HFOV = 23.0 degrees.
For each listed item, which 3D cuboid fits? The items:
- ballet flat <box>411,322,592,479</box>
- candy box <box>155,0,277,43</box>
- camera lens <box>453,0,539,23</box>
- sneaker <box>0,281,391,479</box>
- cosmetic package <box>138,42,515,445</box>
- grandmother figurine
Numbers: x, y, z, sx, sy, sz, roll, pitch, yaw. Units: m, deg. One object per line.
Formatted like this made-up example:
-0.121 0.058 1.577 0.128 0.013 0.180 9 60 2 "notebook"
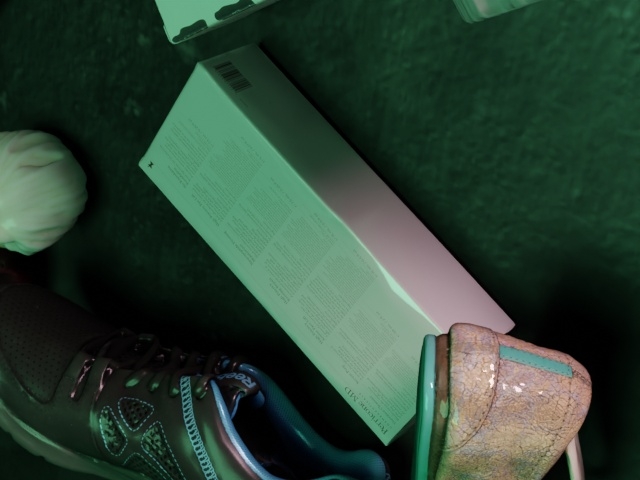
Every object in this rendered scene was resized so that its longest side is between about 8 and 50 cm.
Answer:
0.095 0.166 0.913 0.106 0.107 0.316 4 143 -2 "ballet flat"
-0.034 -0.220 0.870 0.196 0.070 0.164 -17 99 44 "candy box"
0.100 -0.250 0.628 0.219 0.219 0.274 -16 100 45 "camera lens"
-0.096 0.113 1.067 0.341 0.125 0.139 33 126 15 "sneaker"
0.000 0.000 0.955 0.239 0.060 0.099 48 131 12 "cosmetic package"
-0.296 0.008 1.207 0.208 0.104 0.342 42 136 -20 "grandmother figurine"
